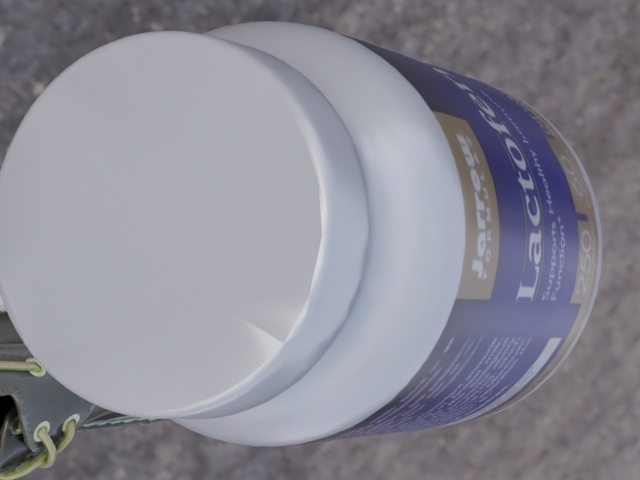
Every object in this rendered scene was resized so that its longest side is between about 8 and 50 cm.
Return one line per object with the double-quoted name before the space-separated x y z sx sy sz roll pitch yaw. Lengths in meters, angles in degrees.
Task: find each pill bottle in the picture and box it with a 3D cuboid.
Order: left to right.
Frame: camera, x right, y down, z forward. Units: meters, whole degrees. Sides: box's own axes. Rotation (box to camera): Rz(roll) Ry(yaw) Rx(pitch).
"pill bottle" 0.000 0.000 0.741 0.153 0.153 0.265 -56 159 12

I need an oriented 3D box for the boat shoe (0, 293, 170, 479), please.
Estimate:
"boat shoe" -0.182 0.079 1.011 0.305 0.091 0.109 7 147 -40
